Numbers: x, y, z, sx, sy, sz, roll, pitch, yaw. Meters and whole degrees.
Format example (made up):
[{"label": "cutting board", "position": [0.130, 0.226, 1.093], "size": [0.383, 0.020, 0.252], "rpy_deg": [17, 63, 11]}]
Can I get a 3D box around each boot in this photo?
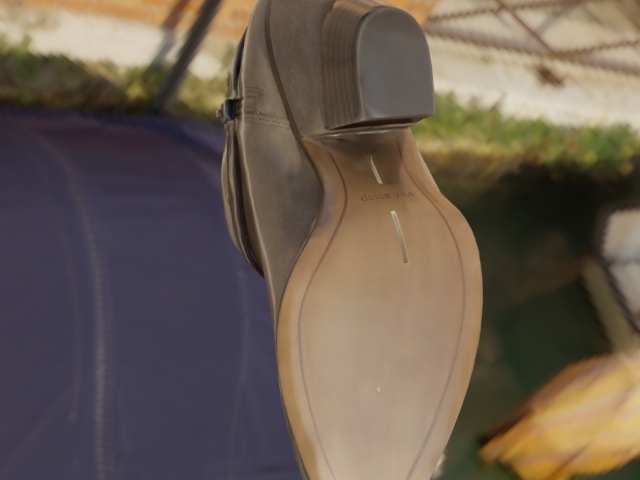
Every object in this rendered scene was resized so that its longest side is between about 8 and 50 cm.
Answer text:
[{"label": "boot", "position": [0.000, 0.000, 0.403], "size": [0.042, 0.087, 0.118], "rpy_deg": [6, 86, -19]}]
